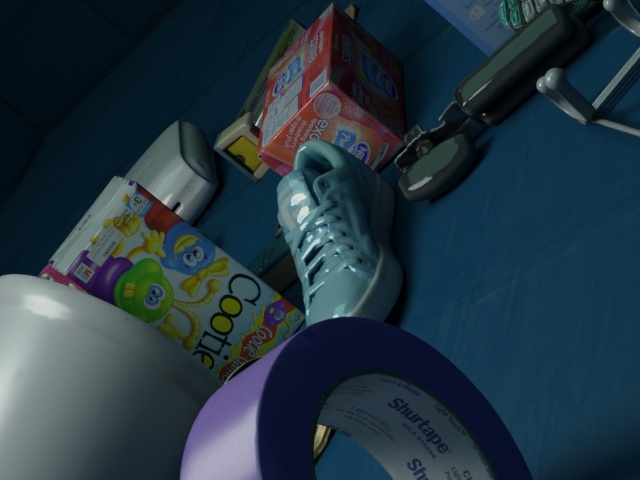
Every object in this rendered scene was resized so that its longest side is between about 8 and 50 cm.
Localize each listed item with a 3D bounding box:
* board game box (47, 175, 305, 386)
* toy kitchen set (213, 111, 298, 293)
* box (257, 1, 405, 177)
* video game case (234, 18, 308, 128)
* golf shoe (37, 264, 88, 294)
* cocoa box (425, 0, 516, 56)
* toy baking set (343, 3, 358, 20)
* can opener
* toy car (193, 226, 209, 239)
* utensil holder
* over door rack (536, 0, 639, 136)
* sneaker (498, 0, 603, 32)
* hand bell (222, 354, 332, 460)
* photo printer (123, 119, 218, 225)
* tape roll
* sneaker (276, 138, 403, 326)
[{"bbox_3d":[-0.180,0.061,1.697,0.144,0.275,0.142,-54,19,-7],"label":"board game box"},{"bbox_3d":[-0.090,-0.048,1.859,0.122,0.166,0.207,-42,21,26],"label":"toy kitchen set"},{"bbox_3d":[0.017,-0.191,1.910,0.154,0.142,0.300,-44,20,22],"label":"box"},{"bbox_3d":[-0.083,-0.281,2.418,0.227,0.026,0.206,-61,15,10],"label":"video game case"},{"bbox_3d":[-0.381,0.111,2.178,0.140,0.115,0.306,-48,-21,-37],"label":"golf shoe"},{"bbox_3d":[0.262,-0.427,1.634,0.347,0.231,0.228,-42,21,27],"label":"cocoa box"},{"bbox_3d":[-0.023,-0.319,2.410,0.256,0.030,0.197,-47,19,13],"label":"toy baking set"},{"bbox_3d":[0.198,-0.153,1.565,0.280,0.074,0.093,-45,54,24],"label":"can opener"},{"bbox_3d":[-0.260,0.057,2.144,0.182,0.159,0.136,-85,1,-56],"label":"toy car"},{"bbox_3d":[-0.334,0.287,1.580,0.327,0.327,0.385,-21,38,57],"label":"utensil holder"},{"bbox_3d":[0.333,-0.201,1.253,0.239,0.108,0.324,-51,19,6],"label":"over door rack"},{"bbox_3d":[0.292,-0.280,1.565,0.166,0.076,0.065,-20,62,19],"label":"sneaker"},{"bbox_3d":[-0.076,0.200,1.518,0.126,0.126,0.242,-57,7,-16],"label":"hand bell"},{"bbox_3d":[-0.298,-0.072,2.477,0.256,0.107,0.307,-48,19,12],"label":"photo printer"},{"bbox_3d":[0.038,0.194,0.951,0.090,0.275,0.275,-38,23,36],"label":"tape roll"},{"bbox_3d":[0.000,0.000,1.588,0.135,0.150,0.366,-45,20,21],"label":"sneaker"}]
